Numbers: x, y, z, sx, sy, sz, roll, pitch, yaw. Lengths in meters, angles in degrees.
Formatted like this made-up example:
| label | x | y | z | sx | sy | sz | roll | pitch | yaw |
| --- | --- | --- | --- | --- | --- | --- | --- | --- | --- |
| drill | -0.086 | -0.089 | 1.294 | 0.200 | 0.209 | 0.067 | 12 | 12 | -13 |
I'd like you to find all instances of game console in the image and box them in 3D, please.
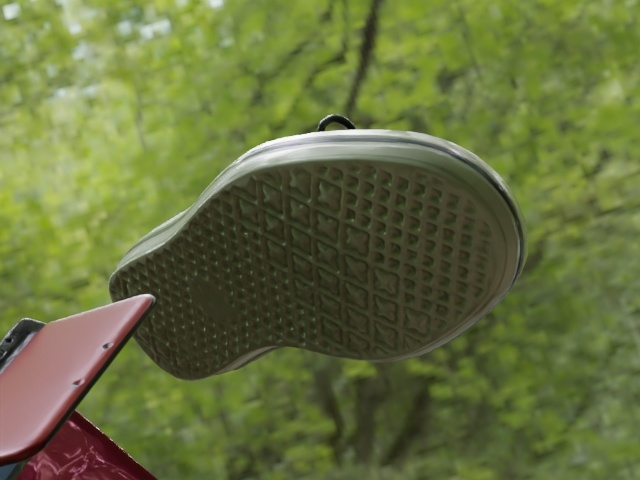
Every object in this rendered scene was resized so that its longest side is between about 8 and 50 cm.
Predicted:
| label | x | y | z | sx | sy | sz | roll | pitch | yaw |
| --- | --- | --- | --- | --- | --- | --- | --- | --- | --- |
| game console | -0.146 | 0.103 | 0.837 | 0.085 | 0.124 | 0.144 | 13 | 33 | 15 |

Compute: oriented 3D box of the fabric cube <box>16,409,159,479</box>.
| label | x | y | z | sx | sy | sz | roll | pitch | yaw |
| --- | --- | --- | --- | --- | --- | --- | --- | --- | --- |
| fabric cube | -0.306 | 0.315 | 1.489 | 0.259 | 0.254 | 0.258 | -37 | -15 | -54 |

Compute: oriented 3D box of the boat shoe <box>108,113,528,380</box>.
| label | x | y | z | sx | sy | sz | roll | pitch | yaw |
| --- | --- | --- | --- | --- | --- | --- | --- | --- | --- |
| boat shoe | 0.000 | 0.000 | 1.289 | 0.156 | 0.187 | 0.500 | -37 | 9 | -30 |
